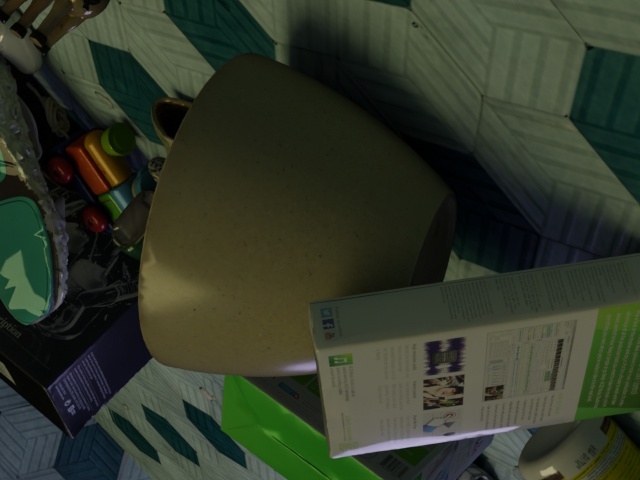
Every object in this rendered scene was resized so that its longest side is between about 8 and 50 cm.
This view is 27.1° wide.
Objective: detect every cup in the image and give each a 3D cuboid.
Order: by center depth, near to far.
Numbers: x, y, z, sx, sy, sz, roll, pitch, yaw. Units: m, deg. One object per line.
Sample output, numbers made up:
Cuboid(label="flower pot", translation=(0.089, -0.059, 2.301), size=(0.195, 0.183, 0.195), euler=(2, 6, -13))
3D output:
Cuboid(label="cup", translation=(0.000, 0.000, 1.330), size=(0.236, 0.331, 0.331), euler=(16, 149, 15))

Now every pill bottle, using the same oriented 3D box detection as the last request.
Cuboid(label="pill bottle", translation=(0.326, 0.288, 1.458), size=(0.215, 0.117, 0.117), euler=(47, 158, -6))

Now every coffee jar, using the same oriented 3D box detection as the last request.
Cuboid(label="coffee jar", translation=(-0.201, 0.011, 1.871), size=(0.184, 0.096, 0.079), euler=(38, -179, -44))

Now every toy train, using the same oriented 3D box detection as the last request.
Cuboid(label="toy train", translation=(-0.320, -0.137, 1.898), size=(0.143, 0.105, 0.248), euler=(-16, 111, 49))

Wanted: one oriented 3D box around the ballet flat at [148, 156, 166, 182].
Cuboid(label="ballet flat", translation=(-0.189, -0.073, 1.833), size=(0.114, 0.041, 0.041), euler=(46, 159, -18))

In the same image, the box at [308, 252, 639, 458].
Cuboid(label="box", translation=(0.156, 0.112, 1.247), size=(0.232, 0.321, 0.059), euler=(84, 178, -57))

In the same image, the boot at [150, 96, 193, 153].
Cuboid(label="boot", translation=(-0.126, -0.079, 1.661), size=(0.213, 0.077, 0.165), euler=(39, 158, 35))

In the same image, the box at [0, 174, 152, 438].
Cuboid(label="box", translation=(-0.424, 0.081, 2.155), size=(0.343, 0.312, 0.179), euler=(33, 155, 25))

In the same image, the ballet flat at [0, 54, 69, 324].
Cuboid(label="ballet flat", translation=(-0.438, -0.085, 1.936), size=(0.147, 0.147, 0.409), euler=(6, 115, 58))

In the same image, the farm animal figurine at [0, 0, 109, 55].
Cuboid(label="farm animal figurine", translation=(-0.378, -0.371, 1.505), size=(0.330, 0.172, 0.327), euler=(43, 172, -15))

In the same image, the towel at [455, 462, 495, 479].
Cuboid(label="towel", translation=(0.167, 0.404, 1.939), size=(0.235, 0.121, 0.284), euler=(22, 148, 46))

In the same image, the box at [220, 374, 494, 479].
Cuboid(label="box", translation=(0.052, 0.196, 1.599), size=(0.262, 0.231, 0.127), euler=(32, 137, 24))

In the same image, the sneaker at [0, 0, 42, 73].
Cuboid(label="sneaker", translation=(-0.476, -0.306, 1.857), size=(0.080, 0.094, 0.212), euler=(15, 144, 49))

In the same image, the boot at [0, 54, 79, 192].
Cuboid(label="boot", translation=(-0.466, -0.188, 2.047), size=(0.305, 0.112, 0.115), euler=(48, 169, -12))
